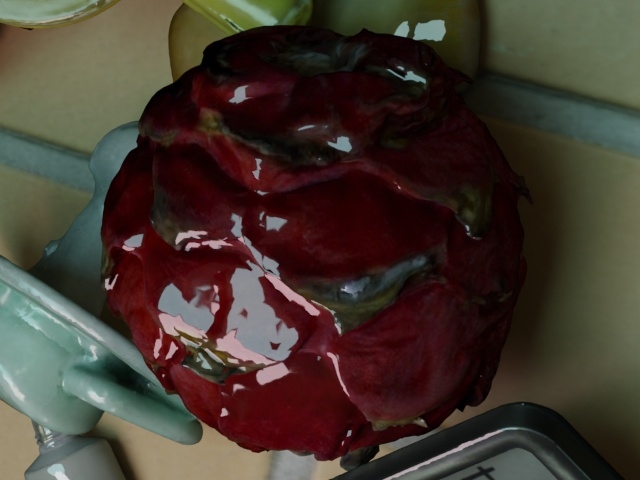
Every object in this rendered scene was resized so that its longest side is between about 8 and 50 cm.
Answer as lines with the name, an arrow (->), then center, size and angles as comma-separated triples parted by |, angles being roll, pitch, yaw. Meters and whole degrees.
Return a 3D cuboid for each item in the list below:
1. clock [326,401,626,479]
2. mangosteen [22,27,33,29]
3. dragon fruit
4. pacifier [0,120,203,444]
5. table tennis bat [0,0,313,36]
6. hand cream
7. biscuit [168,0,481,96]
clock -> 0.130, 0.242, 1.395 | 0.279, 0.049, 0.273 | -27, 119, 33
mangosteen -> -0.374, -0.251, 1.637 | 0.287, 0.233, 0.288 | 6, 101, 34
dragon fruit -> -0.003, -0.001, 1.365 | 0.329, 0.329, 0.329 | 5, 99, 34
pacifier -> -0.184, 0.027, 1.582 | 0.343, 0.288, 0.269 | 26, 77, 49
table tennis bat -> -0.165, -0.247, 1.486 | 0.368, 0.054, 0.224 | 29, 91, 14
hand cream -> -0.175, 0.305, 1.688 | 0.124, 0.078, 0.341 | -23, 91, 33
biscuit -> -0.009, -0.220, 1.499 | 0.290, 0.062, 0.237 | 1, 98, 36
